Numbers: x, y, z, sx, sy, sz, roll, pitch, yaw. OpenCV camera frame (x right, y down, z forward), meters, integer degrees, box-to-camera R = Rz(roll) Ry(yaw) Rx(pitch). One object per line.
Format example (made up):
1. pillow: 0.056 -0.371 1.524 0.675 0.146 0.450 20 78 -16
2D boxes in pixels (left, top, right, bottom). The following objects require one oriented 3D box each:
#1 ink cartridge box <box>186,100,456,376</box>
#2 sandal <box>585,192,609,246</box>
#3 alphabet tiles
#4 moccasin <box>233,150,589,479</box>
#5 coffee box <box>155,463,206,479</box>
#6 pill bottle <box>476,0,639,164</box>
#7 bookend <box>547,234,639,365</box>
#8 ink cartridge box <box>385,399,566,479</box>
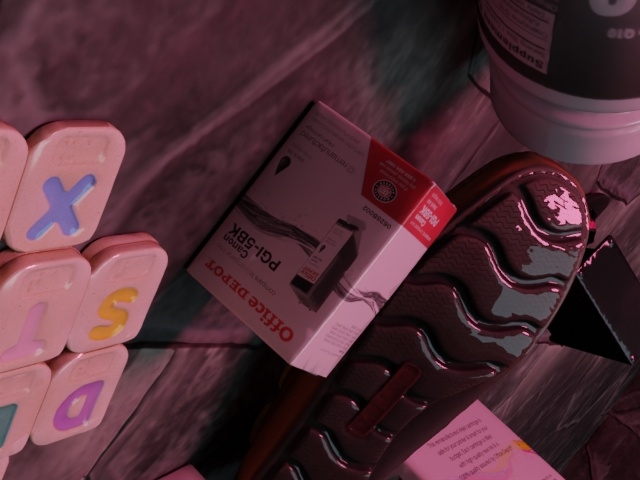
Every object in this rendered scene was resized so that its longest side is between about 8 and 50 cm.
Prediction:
1. ink cartridge box: 0.000 0.000 0.562 0.135 0.099 0.056 -52 154 1
2. sandal: 0.296 -0.004 1.098 0.179 0.040 0.067 -29 146 -38
3. alphabet tiles: -0.194 0.068 0.430 0.284 0.021 0.278 -9 132 -55
4. moccasin: 0.062 0.085 0.730 0.380 0.139 0.147 -58 -164 22
5. coffee box: -0.150 0.275 0.635 0.247 0.141 0.098 -15 137 -49
6. pill bottle: 0.174 -0.178 0.538 0.161 0.161 0.283 -43 153 -16
7. bookend: 0.335 0.068 1.190 0.072 0.157 0.156 -43 110 -16
8. ink cartridge box: 0.146 0.273 0.949 0.201 0.278 0.117 -6 133 -55
